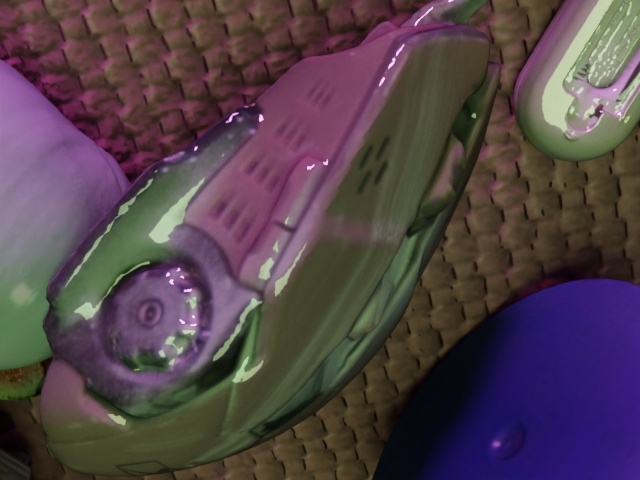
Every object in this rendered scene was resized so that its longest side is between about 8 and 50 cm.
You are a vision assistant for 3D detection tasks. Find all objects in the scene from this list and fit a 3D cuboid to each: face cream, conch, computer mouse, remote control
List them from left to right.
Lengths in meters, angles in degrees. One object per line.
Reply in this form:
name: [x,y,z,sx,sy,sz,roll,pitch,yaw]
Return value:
conch: [-0.192,-0.027,0.489,0.121,0.185,0.221,-21,146,24]
computer mouse: [0.003,0.005,0.498,0.389,0.199,0.115,-46,65,3]
face cream: [0.187,0.185,0.551,0.249,0.249,0.225,-43,109,15]
remote control: [0.193,-0.146,0.521,0.078,0.042,0.221,26,110,-11]

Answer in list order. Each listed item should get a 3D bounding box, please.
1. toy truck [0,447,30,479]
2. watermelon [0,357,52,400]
toy truck: [-0.275,0.144,0.539,0.125,0.101,0.242,-8,148,12]
watermelon: [-0.291,0.040,0.561,0.146,0.128,0.231,-14,116,23]
